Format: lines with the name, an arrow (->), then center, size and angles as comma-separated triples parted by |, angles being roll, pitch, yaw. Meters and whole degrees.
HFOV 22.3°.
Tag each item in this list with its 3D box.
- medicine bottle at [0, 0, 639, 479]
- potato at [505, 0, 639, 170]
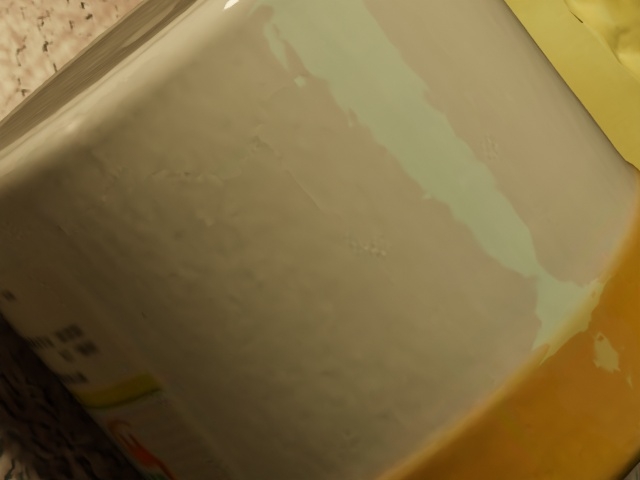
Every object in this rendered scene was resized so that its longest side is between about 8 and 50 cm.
medicine bottle -> 0.000, 0.000, 0.660 | 0.232, 0.238, 0.238 | 51, 33, -13
potato -> 0.072, -0.098, 0.871 | 0.285, 0.242, 0.242 | 41, 36, -15
